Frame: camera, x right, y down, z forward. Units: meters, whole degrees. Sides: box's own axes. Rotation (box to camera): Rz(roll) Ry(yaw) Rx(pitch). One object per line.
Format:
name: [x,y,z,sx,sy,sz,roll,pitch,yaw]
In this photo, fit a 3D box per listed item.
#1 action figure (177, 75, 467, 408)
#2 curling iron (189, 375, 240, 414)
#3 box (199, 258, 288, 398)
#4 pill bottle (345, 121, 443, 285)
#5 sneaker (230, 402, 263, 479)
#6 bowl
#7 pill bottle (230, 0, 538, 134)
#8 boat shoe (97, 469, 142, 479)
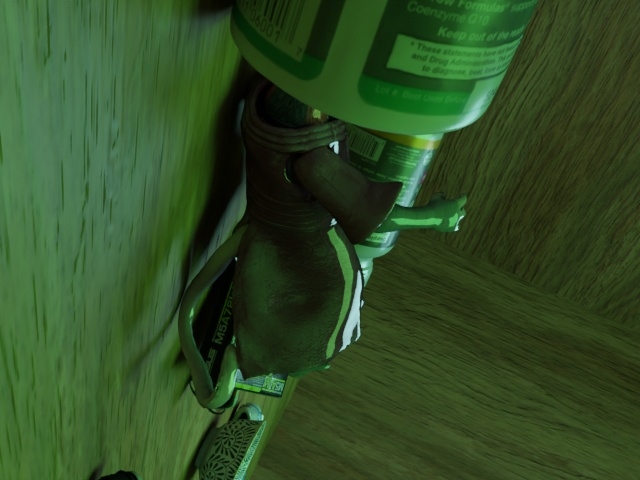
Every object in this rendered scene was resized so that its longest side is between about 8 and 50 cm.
action figure: [-0.034,-0.057,0.911,0.275,0.248,0.370,-19,142,-15]
curling iron: [-0.099,0.090,1.253,0.035,0.068,0.274,49,61,-82]
box: [-0.072,0.094,1.193,0.190,0.045,0.184,32,76,-66]
pill bottle: [0.055,-0.075,1.410,0.162,0.162,0.278,-51,165,-68]
sneaker: [-0.172,0.403,1.882,0.083,0.071,0.191,52,54,-77]
bowl: [-0.165,0.370,1.680,0.170,0.080,0.170,-63,174,-13]
pill bottle: [0.080,-0.266,0.619,0.204,0.204,0.361,-57,171,-55]
boat shoe: [-0.226,0.287,0.976,0.042,0.049,0.133,15,109,-56]
